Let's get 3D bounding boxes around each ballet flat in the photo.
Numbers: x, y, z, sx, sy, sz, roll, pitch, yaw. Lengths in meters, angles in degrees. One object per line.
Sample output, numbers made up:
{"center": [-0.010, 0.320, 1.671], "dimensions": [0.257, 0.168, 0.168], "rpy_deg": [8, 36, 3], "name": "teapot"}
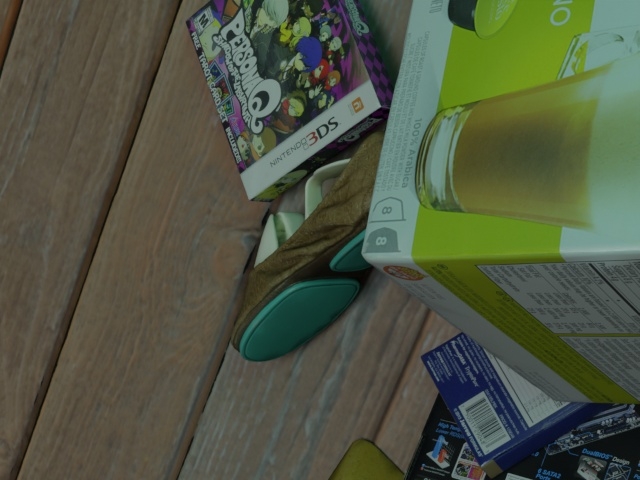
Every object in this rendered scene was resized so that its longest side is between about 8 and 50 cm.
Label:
{"center": [0.000, 0.000, 1.570], "dimensions": [0.342, 0.116, 0.124], "rpy_deg": [-48, 51, 46], "name": "ballet flat"}

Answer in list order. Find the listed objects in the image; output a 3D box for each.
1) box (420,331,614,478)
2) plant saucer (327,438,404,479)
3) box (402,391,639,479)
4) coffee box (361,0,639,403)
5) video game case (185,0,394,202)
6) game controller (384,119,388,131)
{"center": [0.217, 0.102, 1.367], "dimensions": [0.225, 0.036, 0.136], "rpy_deg": [-33, 50, 7], "name": "box"}
{"center": [0.054, 0.442, 1.608], "dimensions": [0.333, 0.081, 0.333], "rpy_deg": [43, 116, 24], "name": "plant saucer"}
{"center": [0.240, 0.186, 1.369], "dimensions": [0.295, 0.073, 0.293], "rpy_deg": [11, 65, 33], "name": "box"}
{"center": [0.283, -0.078, 1.168], "dimensions": [0.334, 0.338, 0.338], "rpy_deg": [-3, 65, 35], "name": "coffee box"}
{"center": [-0.035, -0.190, 1.607], "dimensions": [0.210, 0.042, 0.232], "rpy_deg": [-33, 69, 37], "name": "video game case"}
{"center": [0.154, -0.163, 1.498], "dimensions": [0.166, 0.067, 0.319], "rpy_deg": [35, 114, 43], "name": "game controller"}
